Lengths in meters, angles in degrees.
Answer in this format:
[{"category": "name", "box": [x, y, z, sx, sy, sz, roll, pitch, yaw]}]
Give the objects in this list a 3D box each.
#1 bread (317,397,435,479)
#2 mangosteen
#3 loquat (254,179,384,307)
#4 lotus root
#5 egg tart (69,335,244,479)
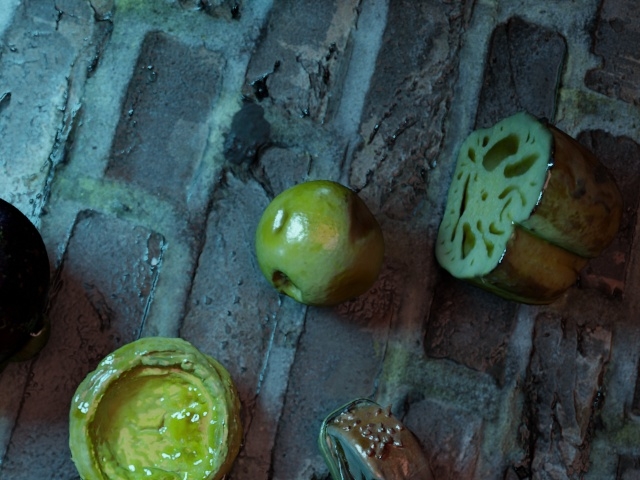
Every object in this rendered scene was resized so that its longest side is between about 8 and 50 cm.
[{"category": "bread", "box": [0.083, 0.360, 1.444, 0.142, 0.212, 0.224, -26, 88, -21]}, {"category": "mangosteen", "box": [-0.511, 0.066, 1.337, 0.288, 0.288, 0.288, 2, 79, -13]}, {"category": "loquat", "box": [0.005, 0.002, 1.497, 0.213, 0.213, 0.213, 2, 79, -13]}, {"category": "lotus root", "box": [0.361, -0.033, 1.549, 0.250, 0.316, 0.316, 26, 75, -16]}, {"category": "egg tart", "box": [-0.252, 0.287, 1.441, 0.279, 0.095, 0.278, 1, 85, -15]}]
